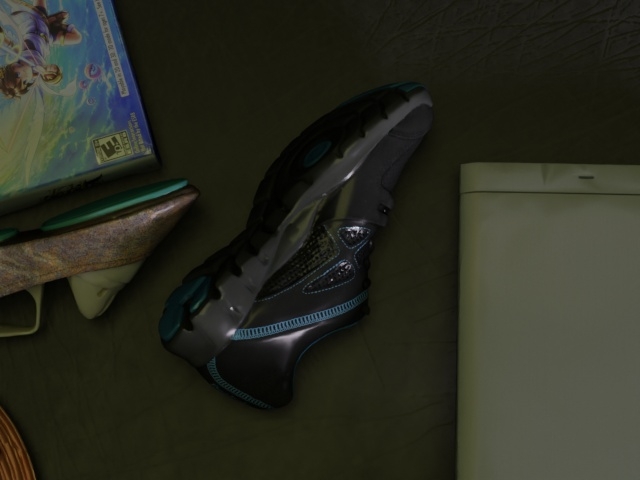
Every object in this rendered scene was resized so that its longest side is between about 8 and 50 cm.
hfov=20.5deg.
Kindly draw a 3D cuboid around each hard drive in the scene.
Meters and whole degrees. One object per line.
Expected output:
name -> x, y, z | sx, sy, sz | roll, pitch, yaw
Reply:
hard drive -> 0.237, 0.093, 1.571 | 0.233, 0.047, 0.353 | 1, 62, 3

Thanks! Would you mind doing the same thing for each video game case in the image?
video game case -> -0.305, -0.164, 1.681 | 0.244, 0.061, 0.269 | -17, 80, 0

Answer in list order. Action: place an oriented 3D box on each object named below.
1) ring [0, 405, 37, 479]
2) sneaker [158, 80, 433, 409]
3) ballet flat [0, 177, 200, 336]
ring -> -0.421, 0.262, 1.625 | 0.336, 0.032, 0.336 | 0, 79, 1
sneaker -> 0.000, 0.000, 1.634 | 0.139, 0.125, 0.341 | 44, 80, -20
ballet flat -> -0.254, 0.027, 1.638 | 0.316, 0.107, 0.106 | -14, 100, 4
